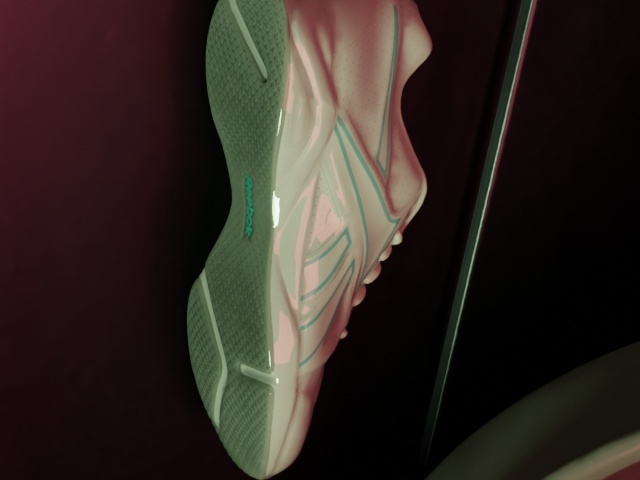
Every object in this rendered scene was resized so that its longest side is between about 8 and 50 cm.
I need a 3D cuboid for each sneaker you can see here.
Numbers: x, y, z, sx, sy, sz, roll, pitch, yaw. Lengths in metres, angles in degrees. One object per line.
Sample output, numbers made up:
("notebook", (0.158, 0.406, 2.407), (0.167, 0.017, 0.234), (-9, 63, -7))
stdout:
("sneaker", (0.000, 0.000, 0.378), (0.061, 0.053, 0.152), (-8, 118, -33))

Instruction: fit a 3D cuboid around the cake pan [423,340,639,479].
("cake pan", (0.140, 0.136, 0.489), (0.293, 0.054, 0.293), (-8, 130, -9))
